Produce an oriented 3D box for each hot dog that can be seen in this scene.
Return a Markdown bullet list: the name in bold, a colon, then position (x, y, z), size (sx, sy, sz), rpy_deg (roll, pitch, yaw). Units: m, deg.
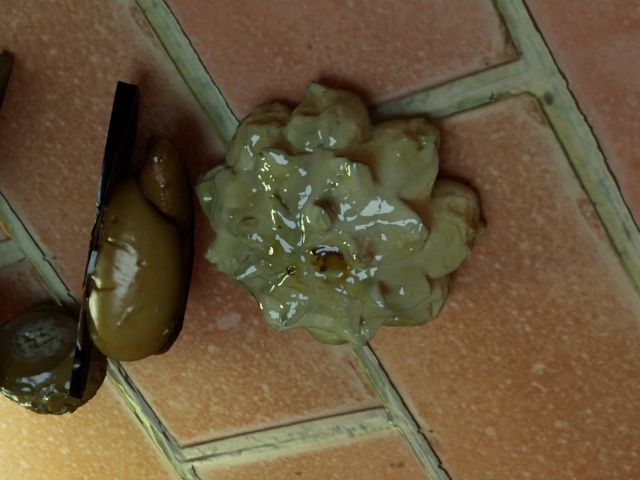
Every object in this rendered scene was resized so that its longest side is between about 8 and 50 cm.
- **hot dog**: position (-0.182, 0.017, 1.440), size (0.107, 0.194, 0.326), rpy_deg (9, 136, -7)

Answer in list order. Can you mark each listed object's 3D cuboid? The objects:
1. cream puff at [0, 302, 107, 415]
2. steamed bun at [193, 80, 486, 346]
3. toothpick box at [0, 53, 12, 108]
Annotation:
- **cream puff**: position (-0.310, 0.144, 1.629), size (0.144, 0.126, 0.103), rpy_deg (10, 143, 30)
- **steamed bun**: position (0.000, 0.000, 1.370), size (0.295, 0.137, 0.292), rpy_deg (18, 132, 11)
- **toothpick box**: position (-0.502, -0.134, 1.444), size (0.308, 0.190, 0.187), rpy_deg (24, 132, -5)
